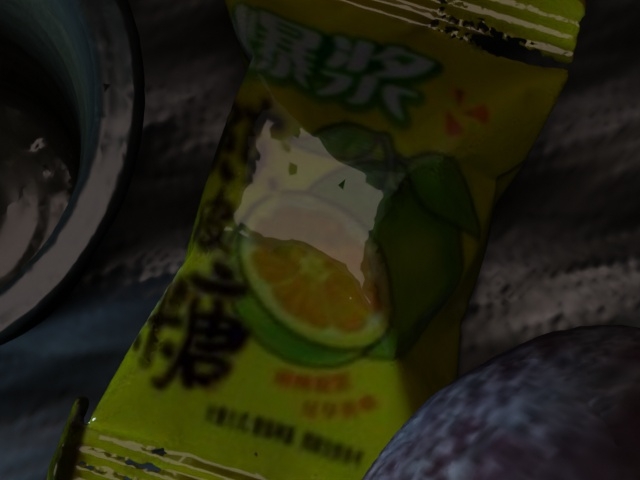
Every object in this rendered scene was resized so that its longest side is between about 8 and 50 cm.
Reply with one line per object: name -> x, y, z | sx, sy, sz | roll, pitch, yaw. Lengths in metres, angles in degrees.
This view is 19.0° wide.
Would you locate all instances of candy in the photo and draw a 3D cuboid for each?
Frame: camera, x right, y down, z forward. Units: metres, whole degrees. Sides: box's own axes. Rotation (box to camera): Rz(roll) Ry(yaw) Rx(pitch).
candy -> 0.000, 0.000, 0.867 | 0.187, 0.081, 0.297 | 17, 85, 6

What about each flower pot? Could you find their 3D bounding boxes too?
flower pot -> -0.179, -0.034, 0.849 | 0.235, 0.148, 0.235 | -2, 74, 6

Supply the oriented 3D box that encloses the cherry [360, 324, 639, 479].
cherry -> 0.116, 0.153, 0.741 | 0.285, 0.213, 0.236 | -25, 66, 4
